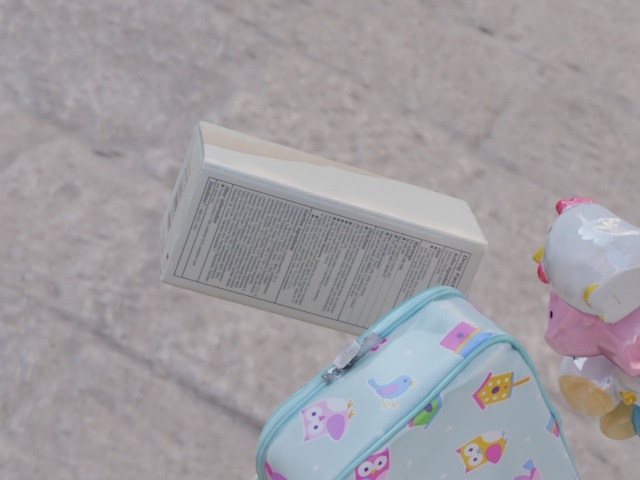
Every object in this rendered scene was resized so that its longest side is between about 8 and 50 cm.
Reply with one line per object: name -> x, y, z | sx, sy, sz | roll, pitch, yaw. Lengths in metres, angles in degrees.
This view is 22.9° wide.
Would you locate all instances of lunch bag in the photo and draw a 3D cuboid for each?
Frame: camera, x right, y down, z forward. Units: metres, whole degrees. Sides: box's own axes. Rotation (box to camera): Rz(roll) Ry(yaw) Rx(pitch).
lunch bag -> 0.075, 0.179, 1.224 | 0.224, 0.279, 0.108 | -38, 46, -9

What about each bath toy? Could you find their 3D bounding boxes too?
bath toy -> 0.286, 0.079, 1.561 | 0.151, 0.348, 0.129 | -30, 51, 2

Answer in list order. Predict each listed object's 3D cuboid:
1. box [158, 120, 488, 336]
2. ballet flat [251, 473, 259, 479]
box -> 0.000, 0.000, 1.643 | 0.311, 0.148, 0.121 | 17, 22, -15
ballet flat -> 0.010, 0.228, 1.475 | 0.342, 0.124, 0.116 | -36, 55, -1
